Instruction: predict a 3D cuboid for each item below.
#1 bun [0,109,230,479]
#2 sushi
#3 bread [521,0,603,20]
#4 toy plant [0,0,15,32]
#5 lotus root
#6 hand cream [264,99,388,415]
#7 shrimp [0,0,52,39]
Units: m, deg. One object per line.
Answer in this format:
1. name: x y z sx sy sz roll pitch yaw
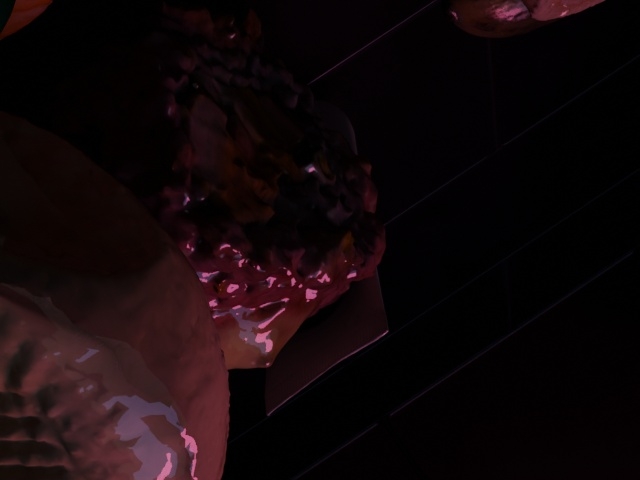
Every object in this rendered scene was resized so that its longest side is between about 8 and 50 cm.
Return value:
1. bun: -0.224 0.061 1.010 0.364 0.364 0.202 -44 -164 32
2. sushi: -0.085 -0.021 1.181 0.171 0.237 0.270 -31 170 21
3. bread: 0.165 -0.241 1.187 0.148 0.141 0.134 -33 168 3
4. toy plant: -0.206 -0.134 0.772 0.232 0.113 0.243 -30 146 28
5. lotus root: 0.174 -0.210 1.405 0.179 0.080 0.089 -30 163 -16
6. hand cream: 0.000 0.000 1.348 0.109 0.321 0.067 -36 121 21
7. shrimp: -0.164 -0.178 0.873 0.152 0.063 0.287 -2 147 -39
